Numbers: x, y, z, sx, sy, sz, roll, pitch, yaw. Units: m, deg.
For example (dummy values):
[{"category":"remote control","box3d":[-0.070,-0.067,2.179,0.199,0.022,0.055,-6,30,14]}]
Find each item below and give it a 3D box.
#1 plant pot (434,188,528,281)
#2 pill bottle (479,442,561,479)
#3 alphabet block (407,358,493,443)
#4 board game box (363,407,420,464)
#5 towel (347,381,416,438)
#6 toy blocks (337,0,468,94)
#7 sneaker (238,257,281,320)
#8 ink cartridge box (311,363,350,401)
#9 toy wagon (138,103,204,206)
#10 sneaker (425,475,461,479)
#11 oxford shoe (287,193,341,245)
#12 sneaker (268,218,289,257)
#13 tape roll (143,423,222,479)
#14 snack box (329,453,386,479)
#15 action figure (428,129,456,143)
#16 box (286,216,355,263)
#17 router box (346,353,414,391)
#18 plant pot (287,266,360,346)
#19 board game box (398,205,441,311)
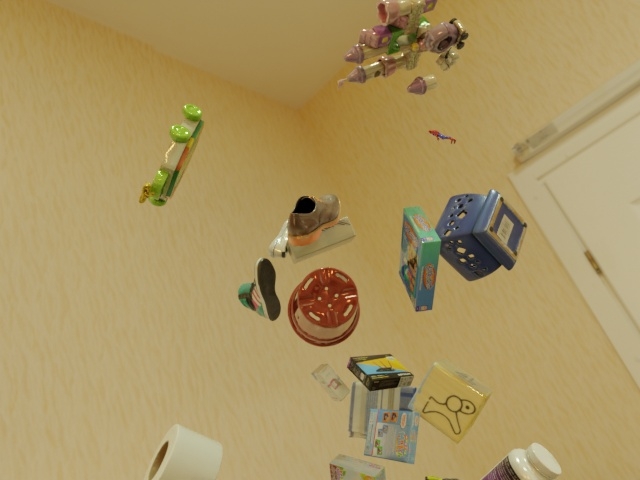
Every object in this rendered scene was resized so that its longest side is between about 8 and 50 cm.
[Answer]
[{"category":"plant pot","box3d":[0.553,-0.023,1.779,0.236,0.236,0.212,42,-31,-20]},{"category":"pill bottle","box3d":[0.690,0.872,1.848,0.181,0.181,0.323,10,-57,-51]},{"category":"alphabet block","box3d":[0.446,0.540,1.779,0.192,0.197,0.193,-61,-26,8]},{"category":"board game box","box3d":[0.237,0.652,1.749,0.039,0.160,0.211,24,-25,-29]},{"category":"towel","box3d":[0.226,0.639,1.938,0.285,0.209,0.034,-7,-19,37]},{"category":"toy blocks","box3d":[0.185,-0.544,1.451,0.260,0.309,0.289,-22,-23,-16]},{"category":"sneaker","box3d":[-0.274,0.194,2.218,0.124,0.178,0.296,-36,-51,-45]},{"category":"ink cartridge box","box3d":[0.035,0.480,1.760,0.052,0.122,0.088,-38,-1,-22]},{"category":"toy wagon","box3d":[-0.418,-0.214,1.471,0.068,0.344,0.267,23,-50,-13]},{"category":"sneaker","box3d":[0.330,0.673,1.319,0.121,0.111,0.300,-5,-34,8]},{"category":"oxford shoe","box3d":[-0.013,-0.113,1.912,0.129,0.133,0.364,4,27,21]},{"category":"sneaker","box3d":[-0.141,-0.007,2.347,0.091,0.258,0.094,15,-42,17]},{"category":"tape roll","box3d":[-0.452,0.748,1.698,0.169,0.246,0.246,31,-47,-16]},{"category":"snack box","box3d":[0.124,0.808,1.659,0.174,0.207,0.070,1,12,35]},{"category":"action figure","box3d":[0.451,-0.390,1.954,0.038,0.115,0.030,-15,-48,-43]},{"category":"box","box3d":[0.000,0.000,2.181,0.275,0.094,0.113,-21,-11,-15]},{"category":"router box","box3d":[0.195,0.428,1.701,0.178,0.133,0.046,4,-70,-35]},{"category":"plant pot","box3d":[0.020,0.221,1.817,0.272,0.272,0.265,-18,-15,-9]},{"category":"board game box","box3d":[0.241,0.045,1.291,0.047,0.160,0.210,-6,-55,-6]}]
